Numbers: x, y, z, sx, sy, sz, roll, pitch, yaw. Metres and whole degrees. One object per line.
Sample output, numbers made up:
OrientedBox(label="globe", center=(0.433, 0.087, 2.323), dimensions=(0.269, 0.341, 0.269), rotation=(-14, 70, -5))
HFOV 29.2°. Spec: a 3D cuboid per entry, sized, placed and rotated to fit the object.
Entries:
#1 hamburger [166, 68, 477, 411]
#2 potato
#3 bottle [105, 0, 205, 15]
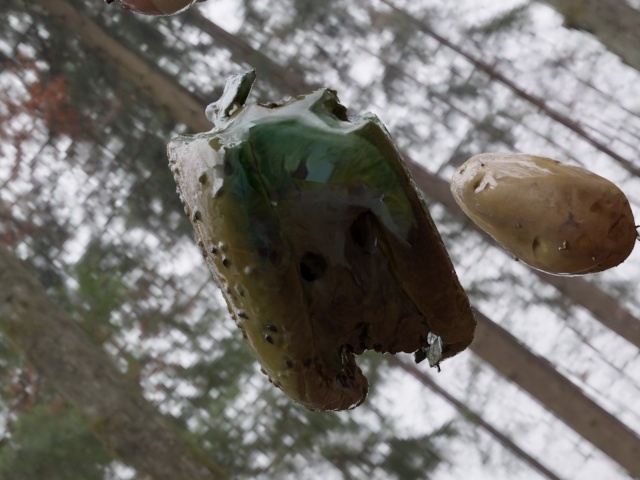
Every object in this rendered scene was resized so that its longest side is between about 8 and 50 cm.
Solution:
OrientedBox(label="hamburger", center=(0.000, 0.000, 0.933), dimensions=(0.168, 0.288, 0.192), rotation=(-25, 2, 3))
OrientedBox(label="potato", center=(0.284, -0.034, 1.543), dimensions=(0.161, 0.235, 0.128), rotation=(-44, 13, 46))
OrientedBox(label="bottle", center=(-0.117, -0.304, 1.240), dimensions=(0.237, 0.147, 0.147), rotation=(-18, -30, 12))
